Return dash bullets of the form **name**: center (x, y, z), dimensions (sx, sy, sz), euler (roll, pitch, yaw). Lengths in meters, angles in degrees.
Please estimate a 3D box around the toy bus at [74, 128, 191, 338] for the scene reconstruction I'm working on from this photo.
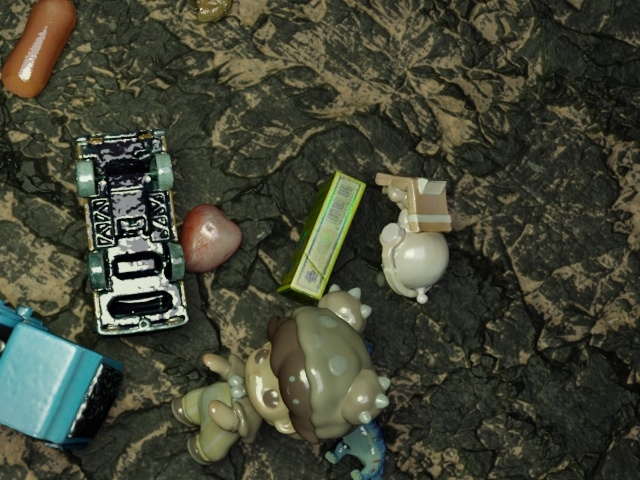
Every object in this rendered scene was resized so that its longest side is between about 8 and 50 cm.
- **toy bus**: center (-0.312, -0.003, 1.541), dimensions (0.162, 0.194, 0.323), euler (-7, 82, -13)

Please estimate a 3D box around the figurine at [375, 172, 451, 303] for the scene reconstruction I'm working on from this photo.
- **figurine**: center (0.163, -0.006, 1.679), dimensions (0.162, 0.141, 0.237), euler (-5, 93, -46)

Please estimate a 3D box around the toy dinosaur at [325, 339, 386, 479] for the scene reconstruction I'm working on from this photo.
- **toy dinosaur**: center (0.064, 0.347, 1.637), dimensions (0.144, 0.076, 0.329), euler (-6, 82, -43)

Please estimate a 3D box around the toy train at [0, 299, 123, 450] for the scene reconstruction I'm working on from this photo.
- **toy train**: center (-0.448, 0.206, 1.432), dimensions (0.265, 0.300, 0.188), euler (23, 79, 2)

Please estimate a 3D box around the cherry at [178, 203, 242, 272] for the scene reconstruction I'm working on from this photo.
- **cherry**: center (-0.191, -0.003, 1.620), dimensions (0.106, 0.087, 0.126), euler (16, 77, -6)

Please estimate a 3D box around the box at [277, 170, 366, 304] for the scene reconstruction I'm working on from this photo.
- **box**: center (0.000, 0.000, 1.634), dimensions (0.064, 0.141, 0.220), euler (26, 78, -9)

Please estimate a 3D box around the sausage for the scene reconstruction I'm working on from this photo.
- **sausage**: center (-0.484, -0.336, 1.606), dimensions (0.077, 0.077, 0.194), euler (23, 79, -8)

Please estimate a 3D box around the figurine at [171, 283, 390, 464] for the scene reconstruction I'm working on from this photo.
- **figurine**: center (-0.065, 0.245, 1.521), dimensions (0.380, 0.203, 0.248), euler (-27, 50, 18)

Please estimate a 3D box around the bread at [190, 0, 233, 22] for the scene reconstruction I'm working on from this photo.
- **bread**: center (-0.202, -0.449, 1.686), dimensions (0.082, 0.060, 0.113), euler (-15, 88, -13)
